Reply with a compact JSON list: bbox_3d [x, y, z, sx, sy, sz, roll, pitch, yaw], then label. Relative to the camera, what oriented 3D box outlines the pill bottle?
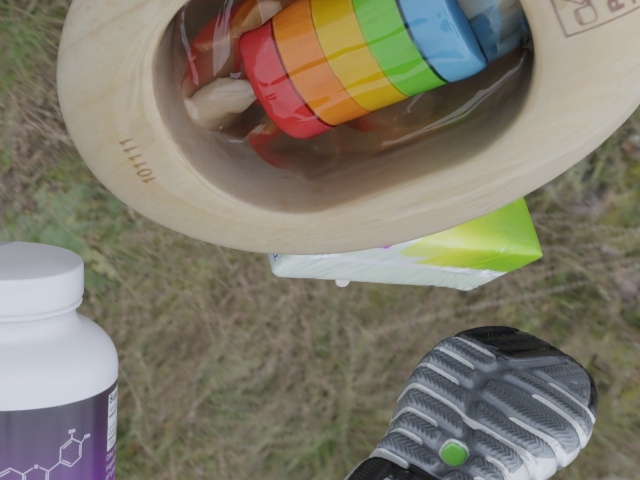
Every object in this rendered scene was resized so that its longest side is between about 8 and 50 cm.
[{"bbox_3d":[-0.251,0.171,1.124,0.181,0.181,0.323,-5,105,-29],"label":"pill bottle"}]

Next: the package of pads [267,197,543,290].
[{"bbox_3d":[0.050,-0.081,1.246,0.101,0.229,0.296,-30,157,34],"label":"package of pads"}]

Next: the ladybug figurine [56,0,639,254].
[{"bbox_3d":[0.035,-0.154,0.977,0.449,0.162,0.305,-16,120,21],"label":"ladybug figurine"}]

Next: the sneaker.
[{"bbox_3d":[0.048,0.134,0.684,0.229,0.086,0.132,-33,151,-53],"label":"sneaker"}]

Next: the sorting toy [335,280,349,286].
[{"bbox_3d":[0.000,0.000,1.401,0.045,0.083,0.075,-45,163,13],"label":"sorting toy"}]
